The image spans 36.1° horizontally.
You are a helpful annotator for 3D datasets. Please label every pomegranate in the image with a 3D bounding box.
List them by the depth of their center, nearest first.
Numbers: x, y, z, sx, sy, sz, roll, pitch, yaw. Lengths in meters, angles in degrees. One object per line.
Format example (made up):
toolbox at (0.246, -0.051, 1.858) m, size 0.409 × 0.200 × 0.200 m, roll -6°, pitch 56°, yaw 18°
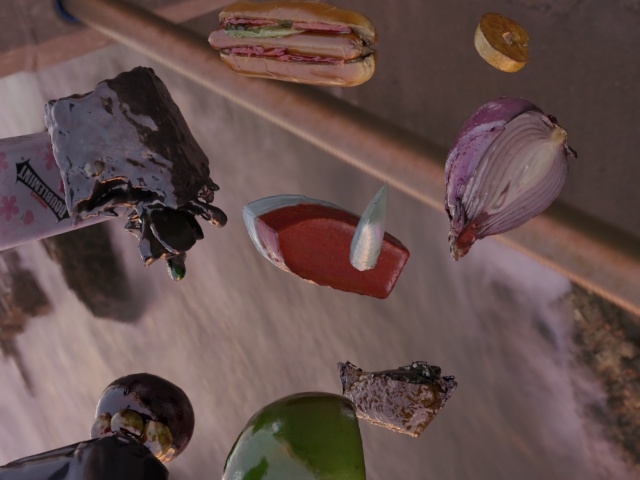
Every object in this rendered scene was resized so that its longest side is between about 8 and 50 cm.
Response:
pomegranate at (-0.042, 0.394, 1.448) m, size 0.358 × 0.216 × 0.310 m, roll -104°, pitch 16°, yaw -76°

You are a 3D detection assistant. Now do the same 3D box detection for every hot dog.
hot dog at (-0.038, -0.215, 1.072) m, size 0.235 × 0.062 × 0.092 m, roll 10°, pitch 116°, yaw 39°

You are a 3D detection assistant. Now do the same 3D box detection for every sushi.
sushi at (0.153, 0.294, 1.873) m, size 0.287 × 0.149 × 0.140 m, roll 2°, pitch 73°, yaw 58°

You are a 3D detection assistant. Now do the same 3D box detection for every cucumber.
cucumber at (-0.233, 0.033, 1.578) m, size 0.036 × 0.033 × 0.184 m, roll 62°, pitch 179°, yaw -14°

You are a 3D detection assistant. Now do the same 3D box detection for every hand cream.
hand cream at (0.078, -0.016, 1.541) m, size 0.050 × 0.078 × 0.205 m, roll 25°, pitch 155°, yaw 8°

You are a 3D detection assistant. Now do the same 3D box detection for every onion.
onion at (0.326, -0.127, 1.963) m, size 0.159 × 0.348 × 0.267 m, roll 35°, pitch 165°, yaw 51°

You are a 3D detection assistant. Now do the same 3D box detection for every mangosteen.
mangosteen at (-0.342, 0.354, 1.869) m, size 0.230 × 0.194 × 0.194 m, roll -71°, pitch -36°, yaw -68°

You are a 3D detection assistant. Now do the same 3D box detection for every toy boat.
toy boat at (0.000, 0.000, 1.766) m, size 0.133 × 0.332 × 0.145 m, roll 38°, pitch 104°, yaw 50°

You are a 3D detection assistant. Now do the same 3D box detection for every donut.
donut at (0.282, -0.309, 1.539) m, size 0.097 × 0.108 × 0.043 m, roll 28°, pitch 132°, yaw -8°

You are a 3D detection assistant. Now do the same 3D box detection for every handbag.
handbag at (-0.347, 0.442, 1.326) m, size 0.178 × 0.275 × 0.302 m, roll 52°, pitch -154°, yaw -44°

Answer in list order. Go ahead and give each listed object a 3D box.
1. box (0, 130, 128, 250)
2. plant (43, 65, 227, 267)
box at (-0.506, -0.104, 1.816) m, size 0.112 × 0.369 × 0.190 m, roll 9°, pitch 108°, yaw 29°
plant at (-0.261, -0.095, 1.380) m, size 0.199 × 0.188 × 0.276 m, roll -83°, pitch -32°, yaw -78°
